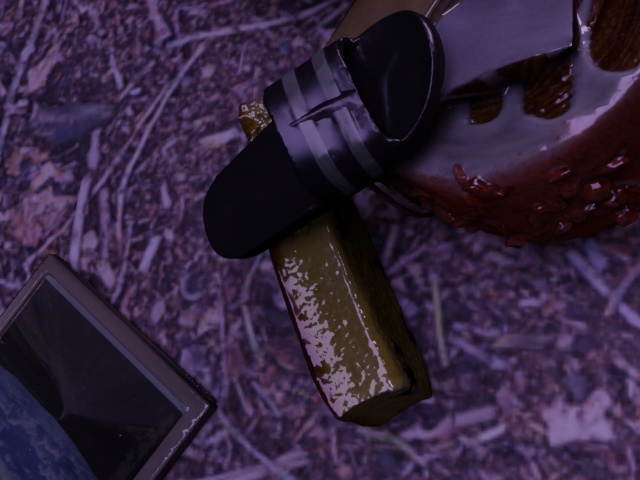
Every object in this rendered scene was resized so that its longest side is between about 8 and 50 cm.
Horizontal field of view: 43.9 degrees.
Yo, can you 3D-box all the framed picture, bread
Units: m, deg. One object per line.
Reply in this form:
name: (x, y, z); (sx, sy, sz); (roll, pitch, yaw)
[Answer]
framed picture: (-0.212, 0.161, 0.570); (0.189, 0.023, 0.260); (38, 91, 24)
bread: (0.116, -0.104, 0.449); (0.212, 0.142, 0.224); (38, 95, 40)
bread: (0.000, 0.000, 0.489); (0.049, 0.088, 0.226); (-28, 67, 15)

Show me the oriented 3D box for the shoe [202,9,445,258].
shoe: (-0.013, -0.049, 0.411); (0.179, 0.049, 0.071); (-37, 63, 32)
